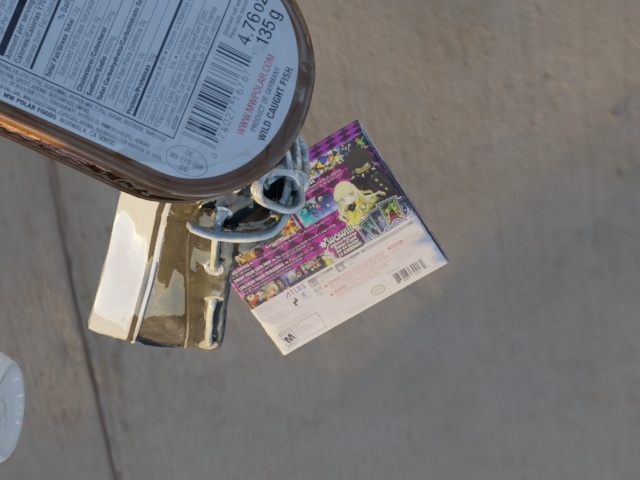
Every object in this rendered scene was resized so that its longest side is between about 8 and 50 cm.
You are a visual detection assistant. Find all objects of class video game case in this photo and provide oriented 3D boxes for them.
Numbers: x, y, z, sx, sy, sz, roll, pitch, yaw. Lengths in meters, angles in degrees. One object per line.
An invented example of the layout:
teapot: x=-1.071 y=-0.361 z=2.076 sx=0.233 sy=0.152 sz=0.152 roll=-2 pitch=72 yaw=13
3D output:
video game case: x=0.000 y=0.000 z=1.872 sx=0.232 sy=0.042 sz=0.210 roll=-31 pitch=119 yaw=9

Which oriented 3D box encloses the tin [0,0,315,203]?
tin: x=-0.089 y=-0.085 z=0.622 sx=0.190 sy=0.040 sz=0.106 roll=24 pitch=79 yaw=-20

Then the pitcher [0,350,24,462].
pitcher: x=-0.364 y=0.161 z=1.385 sx=0.207 sy=0.125 sz=0.178 roll=3 pitch=119 yaw=8

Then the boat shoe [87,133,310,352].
boat shoe: x=-0.059 y=-0.037 z=0.933 sx=0.105 sy=0.113 sz=0.306 roll=17 pitch=132 yaw=-5
